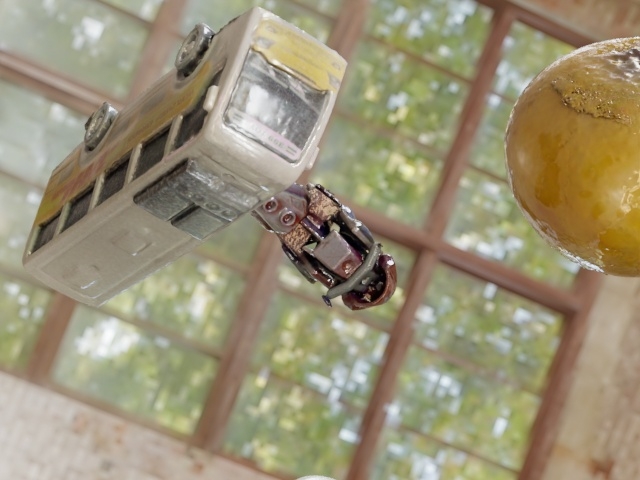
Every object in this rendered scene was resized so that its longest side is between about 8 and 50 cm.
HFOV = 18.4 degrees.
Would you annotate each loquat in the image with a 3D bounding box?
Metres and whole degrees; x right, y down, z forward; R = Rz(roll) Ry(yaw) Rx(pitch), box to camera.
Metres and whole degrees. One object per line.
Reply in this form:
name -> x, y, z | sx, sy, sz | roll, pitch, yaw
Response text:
loquat -> 0.315, -0.086, 1.985 | 0.263, 0.263, 0.263 | -59, -164, 29

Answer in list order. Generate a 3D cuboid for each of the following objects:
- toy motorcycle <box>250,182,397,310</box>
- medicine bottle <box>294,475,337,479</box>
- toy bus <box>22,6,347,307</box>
toy motorcycle -> -0.001, 0.001, 1.931 | 0.082, 0.213, 0.122 | -49, -146, 7
medicine bottle -> -0.026, 0.291, 1.716 | 0.168, 0.105, 0.105 | -55, -162, 31
toy bus -> -0.116, -0.059, 1.519 | 0.342, 0.097, 0.138 | -29, -144, 52
